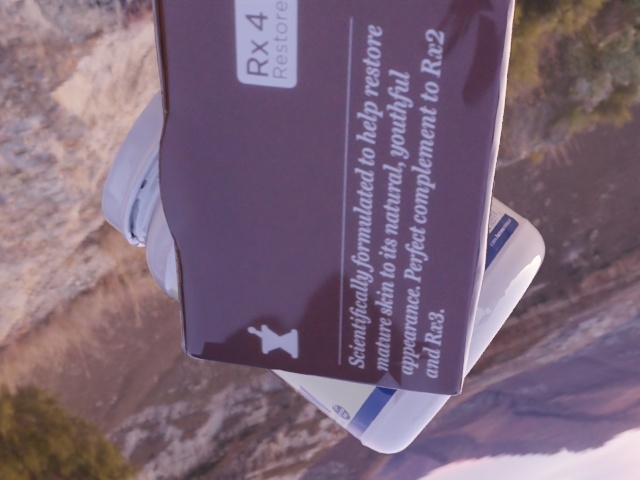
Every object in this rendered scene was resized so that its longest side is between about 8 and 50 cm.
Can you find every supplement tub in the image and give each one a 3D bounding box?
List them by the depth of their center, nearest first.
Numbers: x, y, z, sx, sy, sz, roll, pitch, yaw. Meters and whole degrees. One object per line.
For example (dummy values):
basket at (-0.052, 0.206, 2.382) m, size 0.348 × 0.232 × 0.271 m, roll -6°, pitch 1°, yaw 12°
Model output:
supplement tub at (0.000, 0.000, 0.804) m, size 0.235 × 0.324 × 0.235 m, roll -52°, pitch 171°, yaw -12°

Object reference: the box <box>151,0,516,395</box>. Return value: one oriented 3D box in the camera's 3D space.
box at (0.038, -0.116, 0.513) m, size 0.143 × 0.191 × 0.381 m, roll 8°, pitch -145°, yaw 11°
